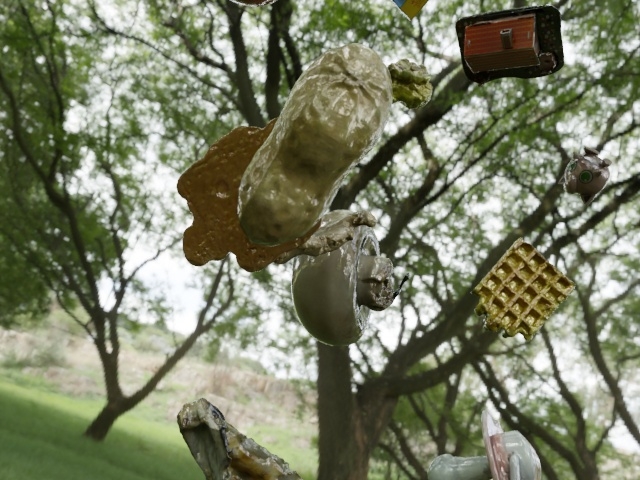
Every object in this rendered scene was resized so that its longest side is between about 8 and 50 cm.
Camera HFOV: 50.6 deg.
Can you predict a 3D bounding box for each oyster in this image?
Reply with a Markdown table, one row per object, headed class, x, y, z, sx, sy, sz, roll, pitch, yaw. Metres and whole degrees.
| class | x | y | z | sx | sy | sz | roll | pitch | yaw |
| --- | --- | --- | --- | --- | --- | --- | --- | --- | --- |
| oyster | -0.147 | 0.433 | 1.221 | 0.133 | 0.337 | 0.197 | -36 | -4 | 24 |

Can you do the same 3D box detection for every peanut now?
| class | x | y | z | sx | sy | sz | roll | pitch | yaw |
| --- | --- | --- | --- | --- | --- | --- | --- | --- | --- |
| peanut | -0.011 | -0.155 | 1.160 | 0.169 | 0.387 | 0.192 | 30 | 9 | -13 |

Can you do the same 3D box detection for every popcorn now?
| class | x | y | z | sx | sy | sz | roll | pitch | yaw |
| --- | --- | --- | --- | --- | --- | --- | --- | --- | --- |
| popcorn | 0.284 | -0.523 | 2.243 | 0.197 | 0.197 | 0.156 | 12 | -65 | 16 |

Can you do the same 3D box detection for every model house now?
| class | x | y | z | sx | sy | sz | roll | pitch | yaw |
| --- | --- | --- | --- | --- | --- | --- | --- | --- | --- |
| model house | 0.511 | -0.518 | 1.879 | 0.293 | 0.154 | 0.207 | 1 | -56 | 30 |

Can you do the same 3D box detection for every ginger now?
| class | x | y | z | sx | sy | sz | roll | pitch | yaw |
| --- | --- | --- | --- | --- | --- | --- | --- | --- | --- |
| ginger | -0.004 | 0.001 | 1.510 | 0.065 | 0.258 | 0.149 | 66 | -23 | -3 |

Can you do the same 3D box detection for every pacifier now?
| class | x | y | z | sx | sy | sz | roll | pitch | yaw |
| --- | --- | --- | --- | --- | --- | --- | --- | --- | --- |
| pacifier | 0.406 | 0.534 | 1.590 | 0.273 | 0.221 | 0.332 | 20 | -13 | 30 |

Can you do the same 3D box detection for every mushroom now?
| class | x | y | z | sx | sy | sz | roll | pitch | yaw |
| --- | --- | --- | --- | --- | --- | --- | --- | --- | --- |
| mushroom | 0.082 | 0.100 | 1.786 | 0.294 | 0.363 | 0.362 | 6 | -23 | 17 |

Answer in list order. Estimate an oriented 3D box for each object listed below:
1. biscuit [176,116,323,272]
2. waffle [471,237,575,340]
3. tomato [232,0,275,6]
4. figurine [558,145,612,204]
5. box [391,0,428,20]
| class | x | y | z | sx | sy | sz | roll | pitch | yaw |
| --- | --- | --- | --- | --- | --- | --- | --- | --- | --- |
| biscuit | -0.128 | -0.088 | 1.358 | 0.269 | 0.376 | 0.051 | 47 | -7 | 0 |
| waffle | 0.415 | 0.119 | 1.423 | 0.160 | 0.211 | 0.055 | 42 | -24 | 10 |
| tomato | -0.180 | -0.754 | 1.856 | 0.231 | 0.189 | 0.232 | 1 | -55 | 2 |
| figurine | 0.743 | -0.184 | 1.895 | 0.125 | 0.125 | 0.138 | 23 | -61 | -14 |
| box | 0.180 | -0.586 | 1.536 | 0.155 | 0.087 | 0.023 | 39 | 5 | -21 |
